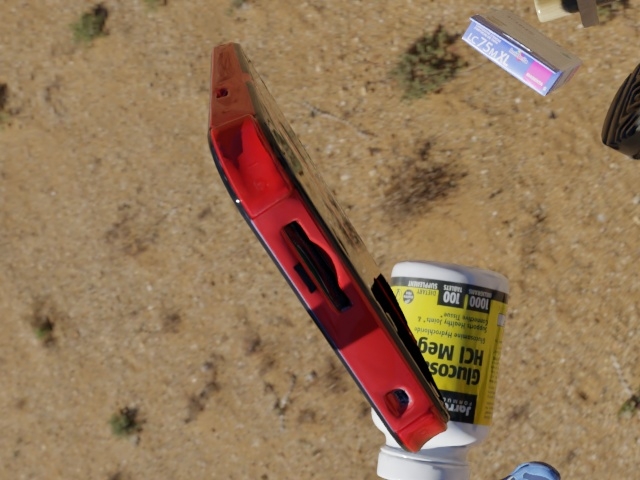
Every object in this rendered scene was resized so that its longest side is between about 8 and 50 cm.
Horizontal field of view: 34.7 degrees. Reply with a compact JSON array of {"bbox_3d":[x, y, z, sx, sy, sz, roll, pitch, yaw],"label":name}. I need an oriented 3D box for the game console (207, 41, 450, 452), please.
[{"bbox_3d":[0.000,0.000,1.043,0.060,0.342,0.386,-30,115,5],"label":"game console"}]

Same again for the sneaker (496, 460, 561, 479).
[{"bbox_3d":[0.248,0.331,1.315,0.053,0.059,0.144,44,125,-9],"label":"sneaker"}]

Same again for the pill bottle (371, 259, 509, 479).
[{"bbox_3d":[0.181,0.207,1.590,0.188,0.188,0.334,4,82,31],"label":"pill bottle"}]

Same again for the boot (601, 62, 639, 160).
[{"bbox_3d":[0.426,-0.096,0.858,0.260,0.348,0.131,28,81,-7],"label":"boot"}]

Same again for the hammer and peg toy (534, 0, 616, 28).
[{"bbox_3d":[0.274,-0.461,1.236,0.127,0.266,0.361,-14,80,16],"label":"hammer and peg toy"}]

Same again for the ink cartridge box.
[{"bbox_3d":[0.371,-0.348,1.884,0.186,0.311,0.065,37,112,10],"label":"ink cartridge box"}]
